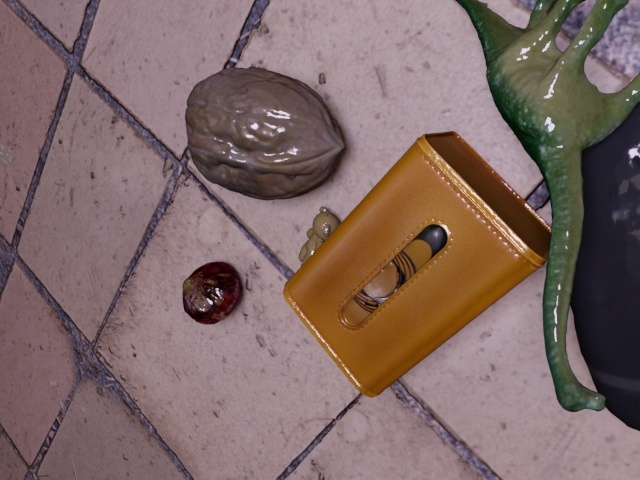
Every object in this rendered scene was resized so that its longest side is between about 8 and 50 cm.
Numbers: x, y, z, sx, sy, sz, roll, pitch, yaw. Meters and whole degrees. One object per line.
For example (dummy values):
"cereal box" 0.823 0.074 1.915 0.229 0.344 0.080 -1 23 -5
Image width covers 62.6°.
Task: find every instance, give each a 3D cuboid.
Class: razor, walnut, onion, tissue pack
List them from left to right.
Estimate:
"onion" -0.177 0.087 0.864 0.107 0.097 0.107 -20 49 25
"walnut" -0.073 -0.140 0.711 0.231 0.178 0.178 13 107 24
"tissue pack" 0.112 0.029 0.645 0.194 0.145 0.274 50 120 15
"razor" 0.346 0.019 0.517 0.204 0.113 0.348 -14 93 37

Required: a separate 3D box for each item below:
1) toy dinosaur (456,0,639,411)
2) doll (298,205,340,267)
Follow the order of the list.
"toy dinosaur" 0.193 -0.097 0.525 0.300 0.087 0.447 -62 37 23
"doll" -0.008 -0.003 0.761 0.093 0.051 0.061 -40 39 20
